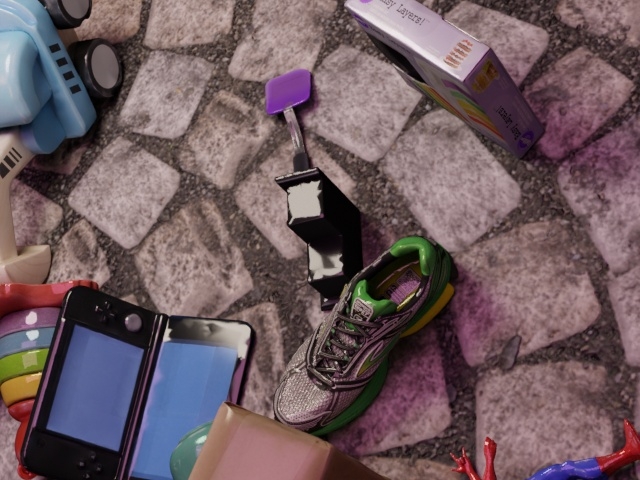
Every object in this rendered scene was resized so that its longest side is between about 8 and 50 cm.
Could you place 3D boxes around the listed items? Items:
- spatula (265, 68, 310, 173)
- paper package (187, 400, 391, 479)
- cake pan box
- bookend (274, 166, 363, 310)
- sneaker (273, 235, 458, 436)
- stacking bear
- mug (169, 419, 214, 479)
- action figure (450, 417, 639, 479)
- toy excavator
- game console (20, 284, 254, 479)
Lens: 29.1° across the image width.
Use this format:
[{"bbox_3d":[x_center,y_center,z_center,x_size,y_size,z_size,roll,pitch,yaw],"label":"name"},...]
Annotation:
[{"bbox_3d":[-0.038,-0.160,1.981,0.084,0.030,0.296,-20,59,17],"label":"spatula"},{"bbox_3d":[-0.069,0.401,1.556,0.168,0.309,0.324,18,77,24],"label":"paper package"},{"bbox_3d":[0.178,-0.253,1.785,0.070,0.246,0.267,-49,56,-2],"label":"cake pan box"},{"bbox_3d":[0.000,0.000,1.810,0.072,0.156,0.157,-13,62,21],"label":"bookend"},{"bbox_3d":[0.046,0.124,1.723,0.134,0.146,0.343,36,87,24],"label":"sneaker"},{"bbox_3d":[-0.427,0.224,1.925,0.175,0.164,0.289,-3,72,-17],"label":"stacking bear"},{"bbox_3d":[-0.136,0.304,1.739,0.158,0.129,0.097,-35,69,11],"label":"mug"},{"bbox_3d":[0.262,0.283,1.580,0.280,0.091,0.139,-32,65,9],"label":"action figure"},{"bbox_3d":[-0.529,-0.191,2.111,0.222,0.432,0.445,-1,38,26],"label":"toy excavator"},{"bbox_3d":[-0.270,0.227,1.838,0.173,0.250,0.293,-16,56,51],"label":"game console"}]
